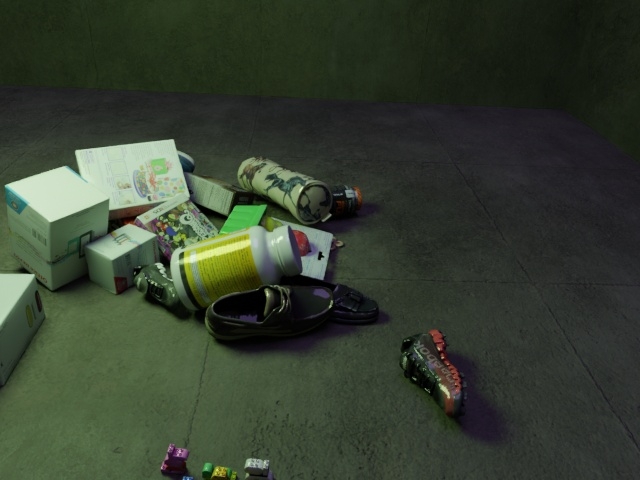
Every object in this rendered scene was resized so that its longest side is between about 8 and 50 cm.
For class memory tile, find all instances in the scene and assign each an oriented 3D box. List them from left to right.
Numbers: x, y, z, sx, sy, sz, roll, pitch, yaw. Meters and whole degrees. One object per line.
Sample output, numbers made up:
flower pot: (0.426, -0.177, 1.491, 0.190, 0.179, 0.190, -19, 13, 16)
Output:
memory tile: (0.000, 0.000, 1.884, 0.113, 0.012, 0.148, -21, 39, -36)

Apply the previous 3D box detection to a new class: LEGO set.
LEGO set: (-0.208, 0.452, 1.027, 0.227, 0.093, 0.087, 5, 31, 2)

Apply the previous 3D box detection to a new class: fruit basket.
fruit basket: (-0.148, 0.024, 1.735, 0.353, 0.165, 0.327, 19, 31, -4)

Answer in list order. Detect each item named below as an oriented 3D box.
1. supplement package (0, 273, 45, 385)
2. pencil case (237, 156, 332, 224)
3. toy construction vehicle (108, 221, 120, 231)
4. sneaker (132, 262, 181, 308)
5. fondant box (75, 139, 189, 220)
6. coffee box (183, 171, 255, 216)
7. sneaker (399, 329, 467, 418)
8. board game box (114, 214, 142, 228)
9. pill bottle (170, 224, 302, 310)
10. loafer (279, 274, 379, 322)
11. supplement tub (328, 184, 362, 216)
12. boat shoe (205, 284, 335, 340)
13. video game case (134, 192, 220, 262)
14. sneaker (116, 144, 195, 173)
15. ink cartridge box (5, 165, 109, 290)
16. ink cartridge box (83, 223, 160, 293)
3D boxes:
supplement package: (-0.842, 0.212, 1.311, 0.204, 0.145, 0.262, 1, 31, -4)
pencil case: (-0.132, -0.188, 1.974, 0.410, 0.183, 0.160, 28, 80, 44)
toy construction vehicle: (-0.738, -0.027, 1.837, 0.098, 0.035, 0.086, 24, 47, 35)
sneaker: (-0.477, 0.132, 1.529, 0.106, 0.078, 0.234, 6, 20, -39)
fondant box: (-0.647, -0.210, 1.843, 0.330, 0.096, 0.238, -12, 73, -23)
coffee box: (-0.389, -0.171, 1.990, 0.246, 0.098, 0.141, 22, 11, 22)
sneaker: (0.265, 0.322, 1.292, 0.135, 0.097, 0.276, 0, 29, -6)
board game box: (-0.616, -0.101, 1.935, 0.242, 0.064, 0.316, -18, 37, -32)
pill bottle: (-0.228, 0.068, 1.489, 0.334, 0.188, 0.188, -16, 31, 6)
loafer: (0.022, 0.161, 1.535, 0.303, 0.095, 0.109, 10, 31, 11)
supplement tub: (0.055, -0.151, 2.041, 0.190, 0.117, 0.117, -8, 33, -17)
boat shoe: (-0.127, 0.186, 1.410, 0.355, 0.130, 0.132, -11, 67, -13)
video game case: (-0.448, -0.026, 1.733, 0.232, 0.042, 0.210, 47, 42, 2)
sneaker: (-0.640, -0.236, 2.007, 0.323, 0.130, 0.236, 7, 47, -19)
ink cartridge box: (-0.774, -0.037, 1.575, 0.198, 0.270, 0.197, 34, 38, 16)
ink cartridge box: (-0.599, 0.052, 1.621, 0.127, 0.128, 0.176, 20, 34, 26)
